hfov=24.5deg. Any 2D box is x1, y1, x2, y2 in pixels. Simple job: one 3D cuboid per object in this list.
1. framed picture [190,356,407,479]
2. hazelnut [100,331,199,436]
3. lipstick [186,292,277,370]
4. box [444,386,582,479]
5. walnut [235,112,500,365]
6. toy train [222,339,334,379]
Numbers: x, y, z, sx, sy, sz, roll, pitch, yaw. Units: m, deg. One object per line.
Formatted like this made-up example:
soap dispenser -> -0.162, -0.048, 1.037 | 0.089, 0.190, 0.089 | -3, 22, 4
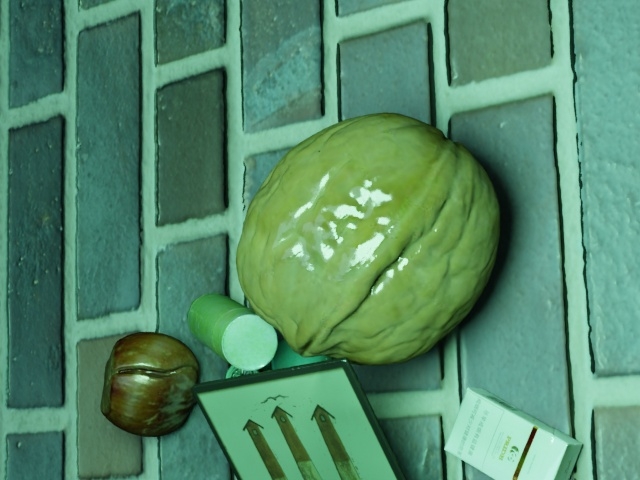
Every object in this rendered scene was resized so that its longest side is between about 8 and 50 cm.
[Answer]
framed picture -> 0.001, 0.297, 1.797 | 0.244, 0.013, 0.324 | -14, 110, 35
hazelnut -> -0.238, 0.203, 2.074 | 0.143, 0.143, 0.154 | 25, 109, 40
lipstick -> -0.118, 0.116, 1.905 | 0.304, 0.076, 0.076 | -164, 83, -77
box -> 0.223, 0.240, 1.714 | 0.154, 0.040, 0.084 | 27, 100, 39
walnut -> 0.057, 0.003, 1.730 | 0.313, 0.277, 0.252 | -56, 32, 7
toy train -> -0.031, 0.234, 1.906 | 0.159, 0.101, 0.248 | -22, 70, 28
